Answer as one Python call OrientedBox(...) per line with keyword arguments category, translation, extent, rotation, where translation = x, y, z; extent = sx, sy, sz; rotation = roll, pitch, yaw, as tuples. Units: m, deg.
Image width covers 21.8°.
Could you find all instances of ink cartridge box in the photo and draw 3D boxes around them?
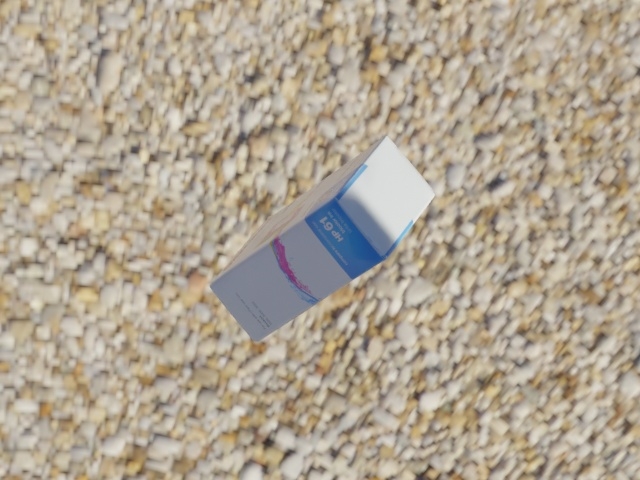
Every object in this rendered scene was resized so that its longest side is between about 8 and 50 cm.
OrientedBox(category="ink cartridge box", translation=(0.000, 0.000, 1.037), extent=(0.052, 0.122, 0.088), rotation=(49, 37, -7))
